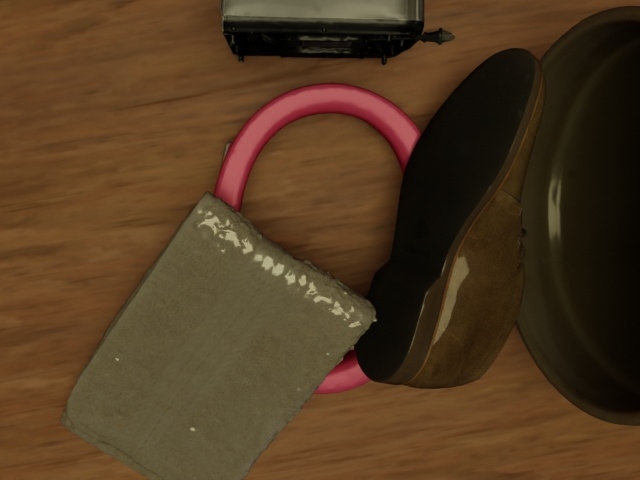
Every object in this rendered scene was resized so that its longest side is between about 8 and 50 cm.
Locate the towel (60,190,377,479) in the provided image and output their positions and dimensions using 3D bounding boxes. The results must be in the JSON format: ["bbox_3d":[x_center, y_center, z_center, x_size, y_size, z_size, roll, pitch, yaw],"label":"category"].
[{"bbox_3d":[-0.099,0.110,0.805,0.187,0.049,0.282,34,113,-10],"label":"towel"}]

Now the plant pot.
[{"bbox_3d":[0.346,-0.023,0.736,0.280,0.323,0.323,-2,97,-18],"label":"plant pot"}]

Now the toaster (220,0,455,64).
[{"bbox_3d":[0.008,-0.210,0.750,0.185,0.168,0.110,1,96,-2],"label":"toaster"}]

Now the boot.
[{"bbox_3d":[0.136,-0.013,0.784,0.115,0.112,0.305,16,98,-31],"label":"boot"}]

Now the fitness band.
[{"bbox_3d":[0.000,0.000,0.832,0.209,0.054,0.291,9,97,-3],"label":"fitness band"}]
